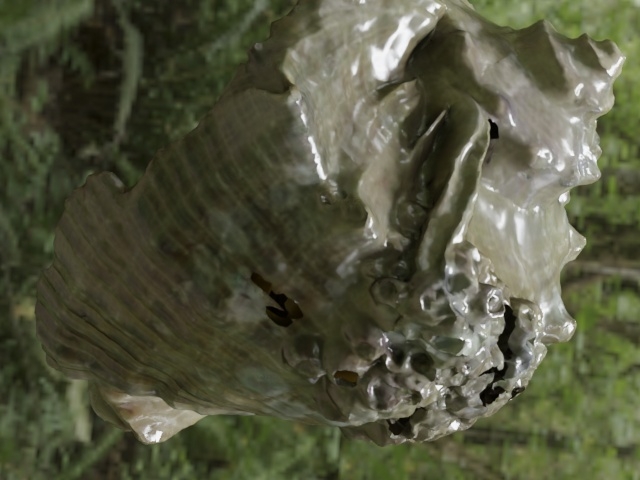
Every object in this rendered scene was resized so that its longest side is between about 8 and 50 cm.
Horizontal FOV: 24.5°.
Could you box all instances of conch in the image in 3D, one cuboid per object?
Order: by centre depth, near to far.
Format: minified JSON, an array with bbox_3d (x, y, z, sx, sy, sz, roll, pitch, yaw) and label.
[{"bbox_3d":[0.000,0.000,0.528,0.178,0.245,0.163,42,24,-36],"label":"conch"}]
